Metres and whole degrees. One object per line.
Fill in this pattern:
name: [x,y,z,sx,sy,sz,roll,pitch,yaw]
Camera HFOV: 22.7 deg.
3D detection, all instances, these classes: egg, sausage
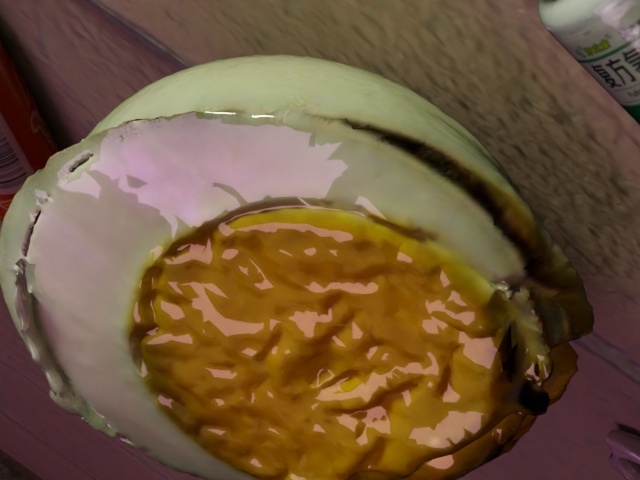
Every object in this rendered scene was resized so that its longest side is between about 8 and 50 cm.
egg: [-0.004,-0.003,0.820,0.286,0.174,0.264,-19,123,35]
sausage: [-0.244,-0.107,1.105,0.074,0.074,0.274,27,159,24]

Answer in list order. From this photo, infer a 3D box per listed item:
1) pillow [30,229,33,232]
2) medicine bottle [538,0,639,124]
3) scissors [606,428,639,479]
pillow: [-0.170,0.043,1.364,0.185,0.043,0.118,20,148,32]
medicine bottle: [0.117,-0.087,0.537,0.130,0.080,0.080,42,160,-16]
scissors: [0.265,0.187,0.995,0.212,0.021,0.110,44,161,-17]
